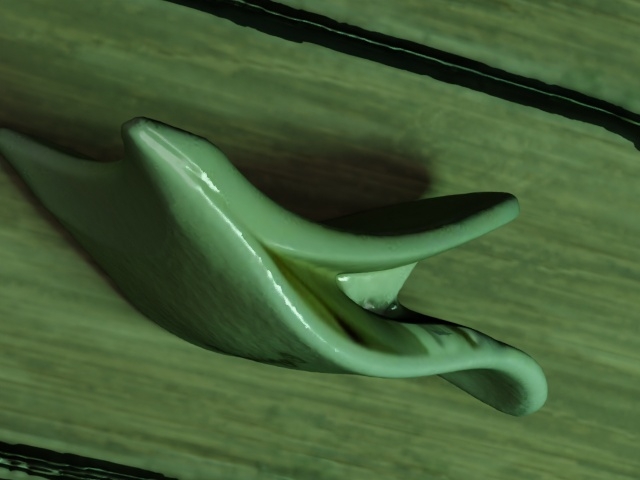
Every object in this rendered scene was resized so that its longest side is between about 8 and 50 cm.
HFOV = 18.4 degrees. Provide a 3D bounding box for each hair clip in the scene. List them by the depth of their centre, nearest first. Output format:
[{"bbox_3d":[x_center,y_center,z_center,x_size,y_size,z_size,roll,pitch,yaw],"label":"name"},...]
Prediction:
[{"bbox_3d":[-0.008,0.017,0.959,0.282,0.172,0.113,9,86,-31],"label":"hair clip"}]
